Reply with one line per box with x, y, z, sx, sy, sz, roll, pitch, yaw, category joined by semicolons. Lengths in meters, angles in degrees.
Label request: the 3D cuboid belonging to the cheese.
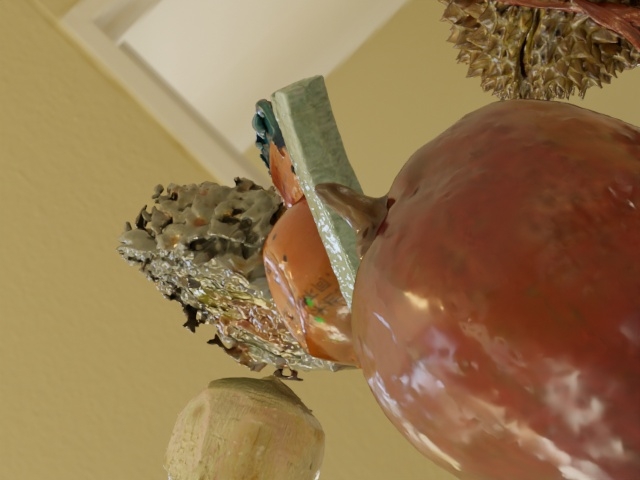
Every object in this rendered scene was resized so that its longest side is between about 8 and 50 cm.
0.000;0.000;1.249;0.129;0.329;0.217;-19;-28;-15;cheese

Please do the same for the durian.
0.317;-0.348;1.527;0.384;0.348;0.347;-50;-6;-3;durian

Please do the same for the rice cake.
0.022;-0.014;0.970;0.045;0.245;0.042;-30;19;-24;rice cake

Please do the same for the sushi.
-0.081;0.043;1.682;0.417;0.418;0.175;120;172;-65;sushi

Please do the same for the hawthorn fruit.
0.108;0.033;0.601;0.215;0.250;0.215;20;-90;-90;hawthorn fruit

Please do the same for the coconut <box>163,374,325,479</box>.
-0.085;0.241;1.377;0.194;0.194;0.194;-45;-6;-7;coconut
